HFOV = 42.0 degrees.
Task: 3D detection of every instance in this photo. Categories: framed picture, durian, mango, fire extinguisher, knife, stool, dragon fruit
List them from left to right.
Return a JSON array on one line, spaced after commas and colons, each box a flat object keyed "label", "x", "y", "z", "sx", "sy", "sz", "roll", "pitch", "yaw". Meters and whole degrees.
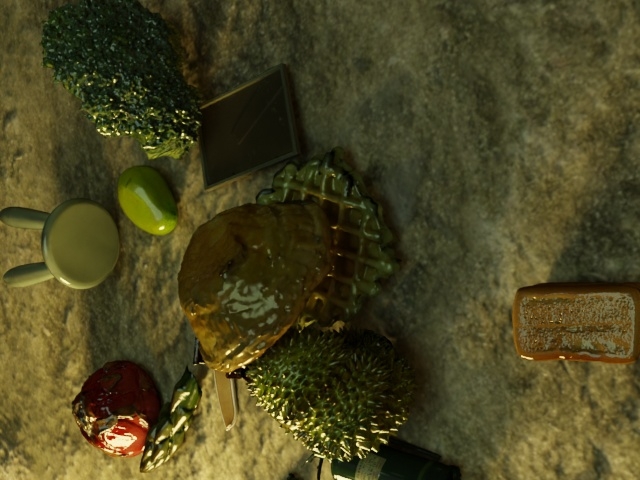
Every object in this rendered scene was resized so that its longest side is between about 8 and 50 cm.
[{"label": "stool", "x": -0.578, "y": 0.012, "z": 1.839, "sx": 0.199, "sy": 0.195, "sz": 0.195, "roll": -4, "pitch": 91, "yaw": 37}, {"label": "dragon fruit", "x": -0.471, "y": 0.378, "z": 1.820, "sx": 0.224, "sy": 0.148, "sz": 0.218, "roll": 15, "pitch": 103, "yaw": 33}, {"label": "mango", "x": -0.365, "y": -0.081, "z": 1.747, "sx": 0.117, "sy": 0.089, "sz": 0.163, "roll": -35, "pitch": 75, "yaw": 32}, {"label": "knife", "x": -0.196, "y": 0.263, "z": 1.698, "sx": 0.046, "sy": 0.022, "sz": 0.256, "roll": -4, "pitch": 96, "yaw": 25}, {"label": "framed picture", "x": -0.148, "y": -0.214, "z": 1.614, "sx": 0.250, "sy": 0.016, "sz": 0.184, "roll": -18, "pitch": 76, "yaw": 36}, {"label": "durian", "x": 0.017, "y": 0.256, "z": 1.409, "sx": 0.291, "sy": 0.291, "sz": 0.224, "roll": 10, "pitch": 93, "yaw": 34}, {"label": "fire extinguisher", "x": 0.099, "y": 0.402, "z": 1.469, "sx": 0.294, "sy": 0.093, "sz": 0.118, "roll": 9, "pitch": 73, "yaw": 34}]

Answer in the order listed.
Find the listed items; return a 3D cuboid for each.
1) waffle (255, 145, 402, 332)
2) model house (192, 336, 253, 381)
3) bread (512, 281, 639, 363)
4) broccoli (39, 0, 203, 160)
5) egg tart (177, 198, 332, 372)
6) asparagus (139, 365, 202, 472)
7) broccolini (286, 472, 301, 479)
[{"label": "waffle", "x": 0.000, "y": 0.000, "z": 1.516, "sx": 0.297, "sy": 0.073, "sz": 0.317, "roll": -38, "pitch": 70, "yaw": 31}, {"label": "model house", "x": -0.145, "y": 0.214, "z": 1.577, "sx": 0.203, "sy": 0.164, "sz": 0.141, "roll": -24, "pitch": 75, "yaw": 35}, {"label": "bread", "x": 0.390, "y": 0.121, "z": 1.253, "sx": 0.200, "sy": 0.077, "sz": 0.116, "roll": -3, "pitch": 93, "yaw": 36}, {"label": "broccoli", "x": -0.367, "y": -0.329, "z": 1.660, "sx": 0.375, "sy": 0.302, "sz": 0.249, "roll": 41, "pitch": 93, "yaw": 3}, {"label": "egg tart", "x": -0.125, "y": 0.049, "z": 1.404, "sx": 0.339, "sy": 0.153, "sz": 0.351, "roll": -29, "pitch": 38, "yaw": 40}, {"label": "asparagus", "x": -0.312, "y": 0.388, "z": 1.759, "sx": 0.080, "sy": 0.080, "sz": 0.287, "roll": 40, "pitch": 109, "yaw": 25}, {"label": "broccolini", "x": -0.114, "y": 0.537, "z": 1.666, "sx": 0.057, "sy": 0.071, "sz": 0.254, "roll": 37, "pitch": 130, "yaw": -19}]
